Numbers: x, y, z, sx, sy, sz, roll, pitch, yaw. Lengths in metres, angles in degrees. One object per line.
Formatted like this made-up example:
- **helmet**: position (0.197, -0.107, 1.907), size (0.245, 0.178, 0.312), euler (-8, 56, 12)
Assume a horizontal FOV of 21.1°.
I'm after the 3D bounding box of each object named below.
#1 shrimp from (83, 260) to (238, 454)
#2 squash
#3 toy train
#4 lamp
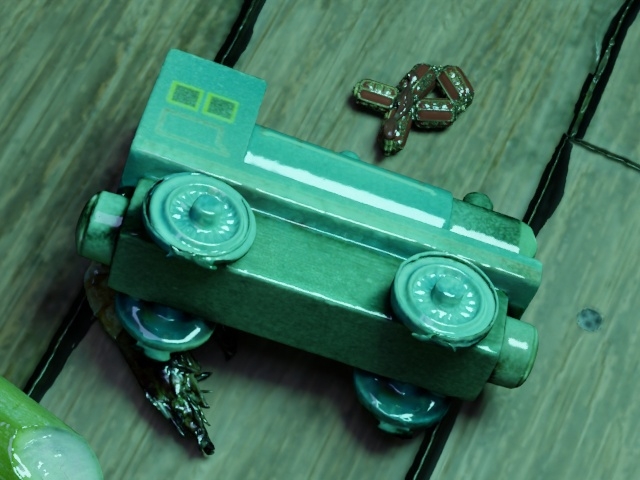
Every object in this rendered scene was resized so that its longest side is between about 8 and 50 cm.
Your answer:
- **shrimp**: position (-0.091, 0.061, 1.115), size (0.091, 0.034, 0.161), euler (-22, 67, -16)
- **squash**: position (-0.229, 0.101, 1.063), size (0.239, 0.069, 0.069), euler (36, 66, 13)
- **toy train**: position (0.000, 0.000, 1.104), size (0.298, 0.120, 0.194), euler (19, 46, -5)
- **lamp**: position (0.070, -0.098, 1.213), size (0.083, 0.031, 0.063), euler (-18, 67, -18)
